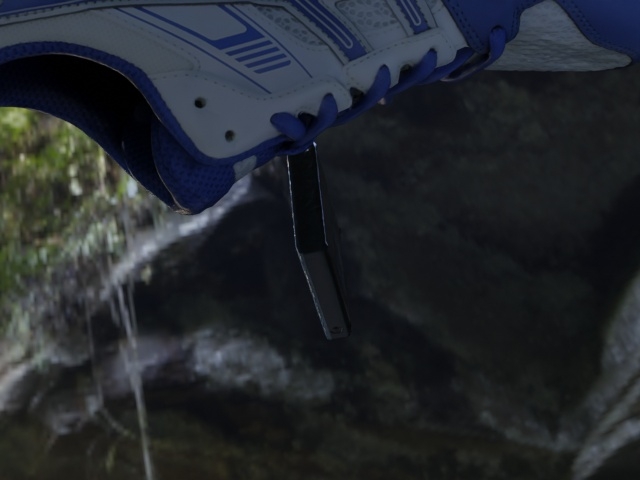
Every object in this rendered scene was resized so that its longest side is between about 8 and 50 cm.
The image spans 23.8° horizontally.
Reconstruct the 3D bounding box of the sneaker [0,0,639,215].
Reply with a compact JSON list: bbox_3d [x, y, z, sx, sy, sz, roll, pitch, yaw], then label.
[{"bbox_3d":[-0.017,-0.067,0.523,0.297,0.131,0.112,4,-15,-12],"label":"sneaker"}]

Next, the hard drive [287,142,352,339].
[{"bbox_3d":[0.000,0.000,1.100,0.022,0.094,0.135,-9,-31,5],"label":"hard drive"}]
